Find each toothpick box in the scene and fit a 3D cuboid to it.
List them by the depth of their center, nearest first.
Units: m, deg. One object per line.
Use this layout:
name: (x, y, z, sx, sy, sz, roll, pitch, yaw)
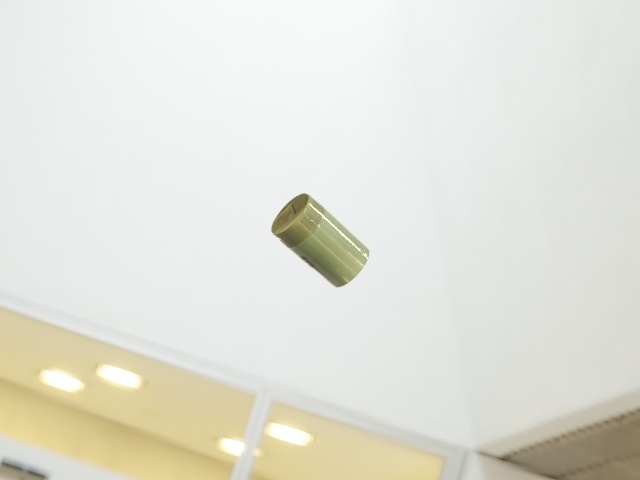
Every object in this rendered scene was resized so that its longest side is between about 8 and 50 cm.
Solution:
toothpick box: (0.000, 0.000, 1.440, 0.083, 0.052, 0.052, 41, -26, -21)
